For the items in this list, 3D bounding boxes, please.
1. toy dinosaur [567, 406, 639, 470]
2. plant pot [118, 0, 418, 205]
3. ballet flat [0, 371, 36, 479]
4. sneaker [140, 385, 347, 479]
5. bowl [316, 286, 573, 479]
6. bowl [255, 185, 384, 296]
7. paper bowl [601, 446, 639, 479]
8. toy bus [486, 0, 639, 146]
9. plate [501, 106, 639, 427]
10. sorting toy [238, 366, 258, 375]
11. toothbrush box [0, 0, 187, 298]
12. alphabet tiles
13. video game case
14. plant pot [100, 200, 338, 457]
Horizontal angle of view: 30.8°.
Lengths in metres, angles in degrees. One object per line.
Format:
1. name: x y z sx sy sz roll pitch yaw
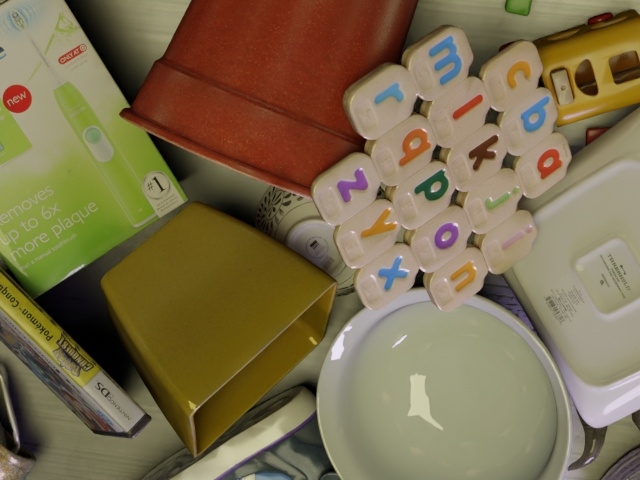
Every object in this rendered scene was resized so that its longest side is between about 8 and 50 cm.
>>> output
1. toy dinosaur: 0.361 0.122 1.329 0.160 0.121 0.313 37 114 8
2. plant pot: -0.031 -0.200 1.190 0.273 0.272 0.265 22 95 1
3. ballet flat: -0.468 0.167 1.457 0.123 0.123 0.348 -23 102 15
4. sneaker: -0.078 0.350 1.439 0.323 0.130 0.236 -33 96 11
5. bowl: 0.155 0.184 1.333 0.298 0.134 0.297 5 102 24
6. bowl: 0.000 0.000 1.343 0.170 0.080 0.170 3 108 8
7. paper bowl: 0.458 0.379 1.365 0.284 0.148 0.284 2 107 8
8. toy bus: 0.261 -0.173 1.237 0.191 0.104 0.202 26 109 0
9. plate: 0.317 0.035 1.234 0.278 0.045 0.277 -37 77 38
10. sorting toy: -0.123 0.153 1.420 0.102 0.061 0.042 17 111 -10
11. toothbrush box: -0.312 -0.113 1.278 0.206 0.122 0.283 -33 107 -9
12. alphabet tiles: 0.126 -0.066 1.163 0.278 0.021 0.284 -35 124 -13
13. video game case: -0.319 0.132 1.350 0.248 0.275 0.035 46 70 -8
14. plant pot: -0.128 0.086 1.303 0.187 0.212 0.212 43 71 13
